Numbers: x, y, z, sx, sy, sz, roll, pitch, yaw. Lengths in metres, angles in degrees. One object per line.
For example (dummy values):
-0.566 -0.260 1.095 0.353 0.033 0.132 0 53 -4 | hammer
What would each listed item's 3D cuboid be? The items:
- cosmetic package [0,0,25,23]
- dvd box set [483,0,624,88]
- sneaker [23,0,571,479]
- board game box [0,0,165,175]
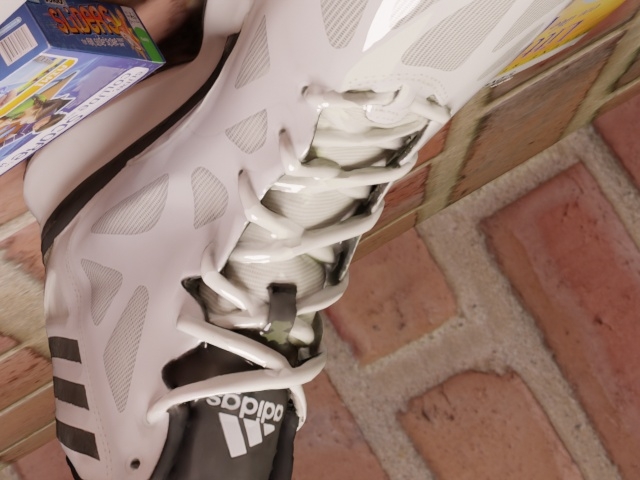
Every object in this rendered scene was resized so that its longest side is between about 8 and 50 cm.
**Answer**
-0.178 -0.062 0.328 0.365 0.155 0.197 -34 172 29 | cosmetic package
0.158 -0.197 1.180 0.308 0.062 0.420 -25 171 -36 | dvd box set
0.001 0.000 0.951 0.169 0.257 0.447 11 149 -33 | sneaker
-0.184 -0.046 0.904 0.201 0.035 0.136 -33 173 15 | board game box
